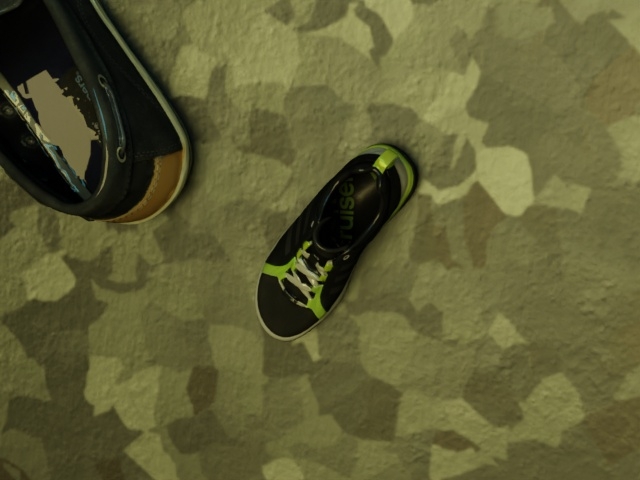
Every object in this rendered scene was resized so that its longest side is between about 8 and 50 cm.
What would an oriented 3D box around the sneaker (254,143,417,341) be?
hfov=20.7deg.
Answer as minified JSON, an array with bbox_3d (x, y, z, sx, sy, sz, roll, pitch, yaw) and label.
[{"bbox_3d":[0.000,0.000,1.651,0.084,0.097,0.234,38,111,10],"label":"sneaker"}]

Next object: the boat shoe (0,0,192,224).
[{"bbox_3d":[-0.322,-0.218,1.697,0.187,0.156,0.500,-41,84,24],"label":"boat shoe"}]
